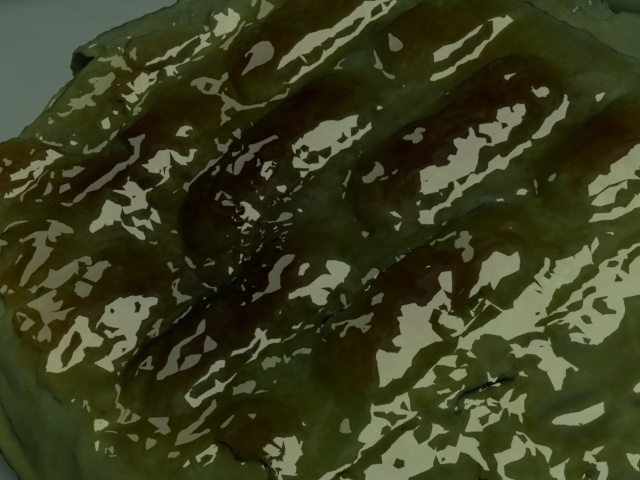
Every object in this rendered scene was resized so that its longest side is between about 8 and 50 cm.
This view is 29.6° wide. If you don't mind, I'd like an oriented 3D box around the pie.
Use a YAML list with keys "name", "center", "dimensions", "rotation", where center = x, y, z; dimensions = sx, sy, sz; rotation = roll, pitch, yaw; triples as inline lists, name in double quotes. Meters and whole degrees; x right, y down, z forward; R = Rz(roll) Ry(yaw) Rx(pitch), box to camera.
- name: "pie"
  center: [0.000, 0.000, 0.438]
  dimensions: [0.306, 0.071, 0.306]
  rotation: [-10, 52, 13]

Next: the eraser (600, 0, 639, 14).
- name: "eraser"
  center: [0.203, -0.235, 0.660]
  dimensions: [0.210, 0.092, 0.274]
  rotation: [12, 52, 6]
